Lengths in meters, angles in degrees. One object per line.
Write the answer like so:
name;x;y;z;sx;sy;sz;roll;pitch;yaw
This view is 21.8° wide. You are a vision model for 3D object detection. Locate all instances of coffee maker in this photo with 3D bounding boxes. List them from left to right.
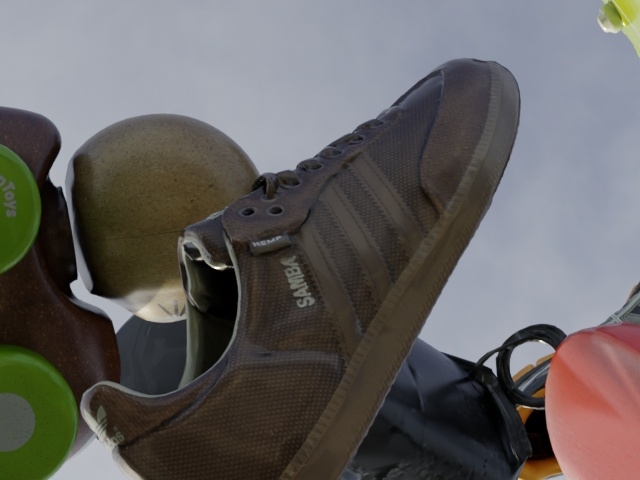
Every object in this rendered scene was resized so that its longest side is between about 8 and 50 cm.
coffee maker;0.009;0.066;0.782;0.171;0.120;0.178;-53;-45;-3

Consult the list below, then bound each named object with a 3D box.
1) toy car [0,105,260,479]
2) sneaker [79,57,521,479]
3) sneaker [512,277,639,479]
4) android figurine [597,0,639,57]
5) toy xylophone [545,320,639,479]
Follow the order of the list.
toy car;-0.070;0.010;0.667;0.188;0.155;0.149;-11;-84;-14
sneaker;0.000;0.000;0.486;0.071;0.188;0.066;33;-37;-5
sneaker;0.185;0.076;0.962;0.084;0.083;0.215;48;-65;2
android figurine;0.189;-0.158;0.989;0.056;0.248;0.273;-32;-34;6
toy xylophone;0.129;0.153;0.282;0.081;0.236;0.323;-8;-77;-27
